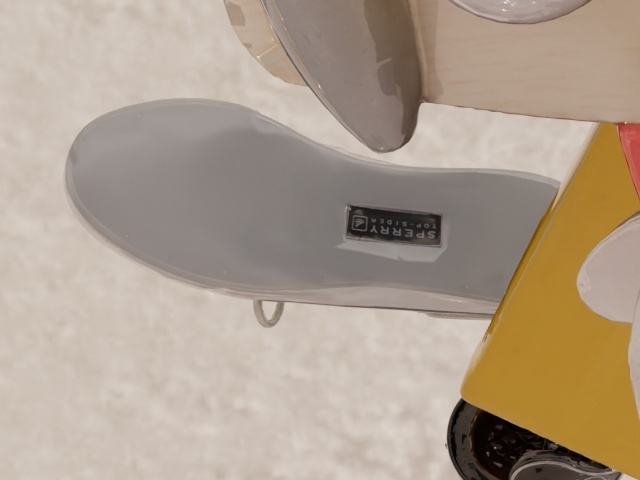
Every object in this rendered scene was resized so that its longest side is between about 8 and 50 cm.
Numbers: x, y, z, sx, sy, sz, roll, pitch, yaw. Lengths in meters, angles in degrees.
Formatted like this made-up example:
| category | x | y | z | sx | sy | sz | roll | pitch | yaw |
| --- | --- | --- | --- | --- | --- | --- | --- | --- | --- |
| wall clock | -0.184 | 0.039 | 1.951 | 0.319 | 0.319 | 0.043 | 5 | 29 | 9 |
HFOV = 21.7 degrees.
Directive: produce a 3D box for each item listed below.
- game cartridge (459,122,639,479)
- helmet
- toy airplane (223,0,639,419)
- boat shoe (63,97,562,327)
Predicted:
| category | x | y | z | sx | sy | sz | roll | pitch | yaw |
| --- | --- | --- | --- | --- | --- | --- | --- | --- | --- |
| game cartridge | 0.259 | 0.028 | 0.907 | 0.285 | 0.053 | 0.324 | 24 | 133 | 2 |
| helmet | 0.215 | 0.199 | 1.645 | 0.169 | 0.169 | 0.161 | 7 | 151 | -27 |
| toy airplane | 0.133 | -0.106 | 0.668 | 0.272 | 0.384 | 0.386 | -9 | 146 | -46 |
| boat shoe | 0.003 | -0.008 | 1.187 | 0.367 | 0.136 | 0.156 | 6 | 165 | -5 |
